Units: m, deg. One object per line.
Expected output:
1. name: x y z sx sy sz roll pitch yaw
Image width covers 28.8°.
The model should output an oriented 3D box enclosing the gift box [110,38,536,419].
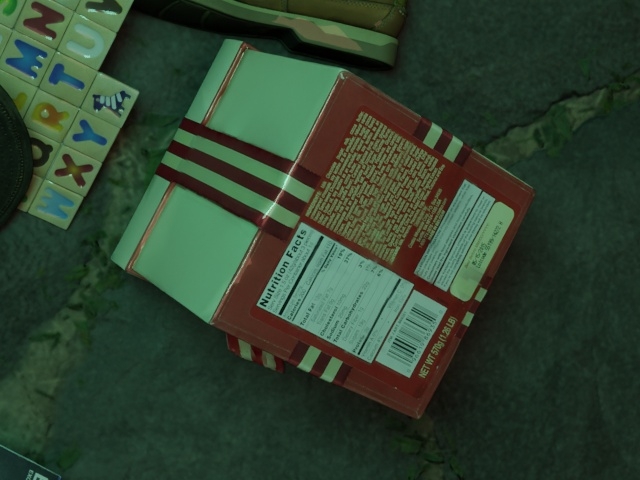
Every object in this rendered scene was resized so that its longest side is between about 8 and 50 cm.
1. gift box: 0.000 0.000 1.080 0.276 0.258 0.255 34 86 -31

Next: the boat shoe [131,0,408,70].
1. boat shoe: -0.067 -0.240 1.123 0.307 0.111 0.104 13 89 -21

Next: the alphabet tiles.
1. alphabet tiles: -0.263 -0.141 1.081 0.198 0.009 0.237 26 116 -14

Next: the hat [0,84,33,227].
1. hat: -0.384 -0.010 0.987 0.331 0.134 0.331 -14 138 -14

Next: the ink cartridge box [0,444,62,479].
1. ink cartridge box: -0.339 0.233 1.048 0.333 0.065 0.165 35 57 -30
